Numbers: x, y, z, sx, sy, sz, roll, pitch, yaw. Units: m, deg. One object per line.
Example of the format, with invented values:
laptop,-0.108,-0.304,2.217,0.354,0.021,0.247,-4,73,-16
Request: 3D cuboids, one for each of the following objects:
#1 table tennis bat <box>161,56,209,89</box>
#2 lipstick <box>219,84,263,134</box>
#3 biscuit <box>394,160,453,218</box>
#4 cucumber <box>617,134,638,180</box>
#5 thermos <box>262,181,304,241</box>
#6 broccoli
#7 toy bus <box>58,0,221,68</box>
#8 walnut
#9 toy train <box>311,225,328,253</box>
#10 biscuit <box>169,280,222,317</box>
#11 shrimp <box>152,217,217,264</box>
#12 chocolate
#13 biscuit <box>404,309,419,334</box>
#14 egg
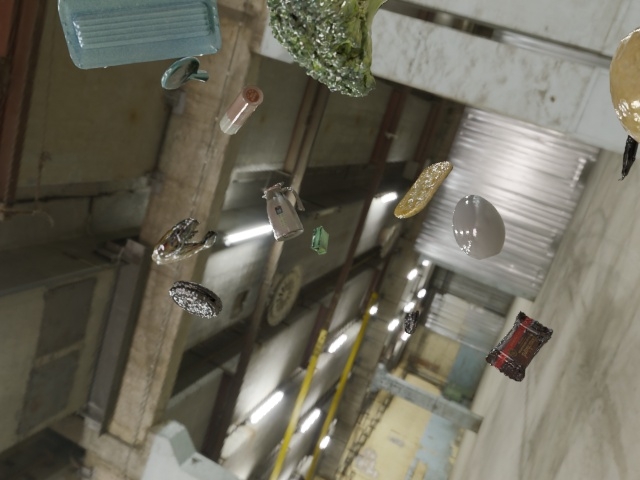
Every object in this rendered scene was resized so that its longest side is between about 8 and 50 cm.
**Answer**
table tennis bat,-0.380,-0.478,1.726,0.124,0.033,0.201,-39,-4,22
lipstick,-0.257,-0.415,1.934,0.070,0.070,0.254,-61,16,-22
biscuit,0.298,-0.151,1.754,0.029,0.118,0.247,53,-123,-24
cucumber,0.928,-0.253,1.809,0.043,0.039,0.163,14,-93,-29
thermos,-0.127,-0.110,2.140,0.105,0.137,0.193,4,-118,-64
broccoli,0.036,-0.426,1.105,0.245,0.248,0.288,-40,-42,-9
toy bus,-0.384,-0.481,1.310,0.190,0.312,0.152,-116,18,-57
walnut,0.889,-0.395,1.446,0.381,0.381,0.381,-56,-21,-34
toy train,0.000,0.000,2.053,0.056,0.038,0.093,42,-138,-41
biscuit,-0.428,0.204,2.077,0.194,0.195,0.053,85,-156,-55
shrimp,-0.454,-0.001,2.089,0.233,0.071,0.365,-13,-17,-36
chocolate,0.403,0.213,1.219,0.182,0.086,0.028,-41,-26,-38
biscuit,0.274,0.241,1.814,0.087,0.027,0.089,-95,15,-64
egg,0.556,-0.050,2.131,0.176,0.176,0.231,-6,-100,-71
